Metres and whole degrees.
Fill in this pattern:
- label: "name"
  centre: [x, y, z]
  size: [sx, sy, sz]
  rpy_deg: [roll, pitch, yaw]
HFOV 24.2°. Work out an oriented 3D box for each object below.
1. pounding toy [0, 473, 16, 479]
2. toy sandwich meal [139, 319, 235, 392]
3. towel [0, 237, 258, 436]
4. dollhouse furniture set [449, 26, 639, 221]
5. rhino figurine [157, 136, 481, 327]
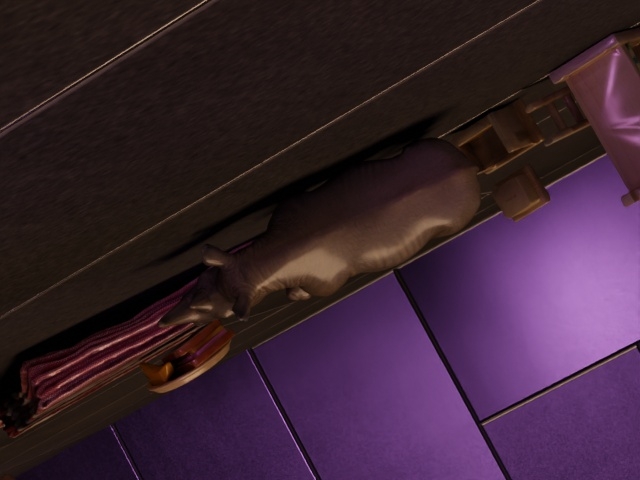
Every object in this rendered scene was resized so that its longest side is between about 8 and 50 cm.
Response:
- label: "pounding toy"
  centre: [-0.318, 0.265, 1.243]
  size: [0.154, 0.155, 0.269]
  rpy_deg: [-52, 177, -5]
- label: "toy sandwich meal"
  centre: [-0.106, 0.089, 1.175]
  size: [0.086, 0.029, 0.085]
  rpy_deg: [-30, -170, 5]
- label: "towel"
  centre: [-0.151, 0.082, 1.228]
  size: [0.237, 0.037, 0.329]
  rpy_deg: [-29, 178, -20]
- label: "dollhouse furniture set"
  centre: [0.216, -0.040, 1.109]
  size: [0.161, 0.182, 0.101]
  rpy_deg: [-32, 174, 34]
- label: "rhino figurine"
  centre: [0.000, 0.000, 0.974]
  size: [0.243, 0.073, 0.106]
  rpy_deg: [-25, 179, -19]
